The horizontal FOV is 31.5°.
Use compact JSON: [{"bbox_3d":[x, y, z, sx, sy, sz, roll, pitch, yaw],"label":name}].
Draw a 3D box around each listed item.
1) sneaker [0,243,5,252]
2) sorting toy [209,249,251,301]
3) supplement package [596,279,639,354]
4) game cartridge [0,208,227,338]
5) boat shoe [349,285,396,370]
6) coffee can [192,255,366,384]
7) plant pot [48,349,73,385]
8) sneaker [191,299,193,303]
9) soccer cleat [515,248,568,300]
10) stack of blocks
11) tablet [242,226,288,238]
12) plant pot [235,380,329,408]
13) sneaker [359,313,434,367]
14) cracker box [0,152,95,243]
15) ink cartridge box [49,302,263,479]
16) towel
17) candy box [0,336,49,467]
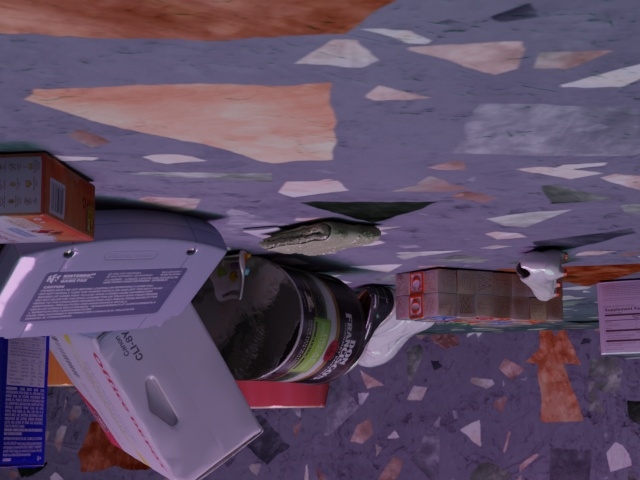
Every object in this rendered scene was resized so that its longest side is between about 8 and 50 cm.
[{"bbox_3d":[-0.395,-0.008,1.350,0.188,0.066,0.071,7,169,-40],"label":"sneaker"},{"bbox_3d":[-0.142,0.057,1.774,0.083,0.075,0.045,-7,169,37],"label":"sorting toy"},{"bbox_3d":[0.684,0.160,2.284,0.204,0.145,0.262,-5,170,24],"label":"supplement package"},{"bbox_3d":[-0.269,0.041,1.403,0.294,0.060,0.196,-1,145,-43],"label":"game cartridge"},{"bbox_3d":[0.064,0.183,2.299,0.079,0.084,0.233,4,128,-48],"label":"boat shoe"},{"bbox_3d":[-0.067,0.141,1.916,0.202,0.201,0.275,-4,171,24],"label":"coffee can"},{"bbox_3d":[-0.575,0.233,2.542,0.205,0.187,0.205,-1,171,0],"label":"plant pot"},{"bbox_3d":[-0.265,0.144,2.233,0.121,0.111,0.300,7,161,42],"label":"sneaker"},{"bbox_3d":[0.351,0.051,1.826,0.076,0.068,0.196,3,165,7],"label":"soccer cleat"},{"bbox_3d":[0.284,0.110,2.115,0.297,0.087,0.171,5,170,-32],"label":"stack of blocks"},{"bbox_3d":[-0.067,-0.010,1.566,0.054,0.006,0.083,-4,171,21],"label":"tablet"},{"bbox_3d":[-0.086,0.237,2.424,0.275,0.243,0.275,-1,171,0],"label":"plant pot"},{"bbox_3d":[0.107,0.185,2.459,0.169,0.108,0.292,7,146,-30],"label":"sneaker"},{"bbox_3d":[-0.364,-0.038,1.152,0.232,0.067,0.156,-1,171,7],"label":"cracker box"},{"bbox_3d":[-0.285,0.210,1.819,0.160,0.279,0.385,-34,-163,-22],"label":"ink cartridge box"},{"bbox_3d":[0.000,0.000,1.540,0.110,0.027,0.148,4,167,-43],"label":"towel"},{"bbox_3d":[-0.512,0.147,1.537,0.268,0.317,0.122,-4,169,17],"label":"candy box"}]
